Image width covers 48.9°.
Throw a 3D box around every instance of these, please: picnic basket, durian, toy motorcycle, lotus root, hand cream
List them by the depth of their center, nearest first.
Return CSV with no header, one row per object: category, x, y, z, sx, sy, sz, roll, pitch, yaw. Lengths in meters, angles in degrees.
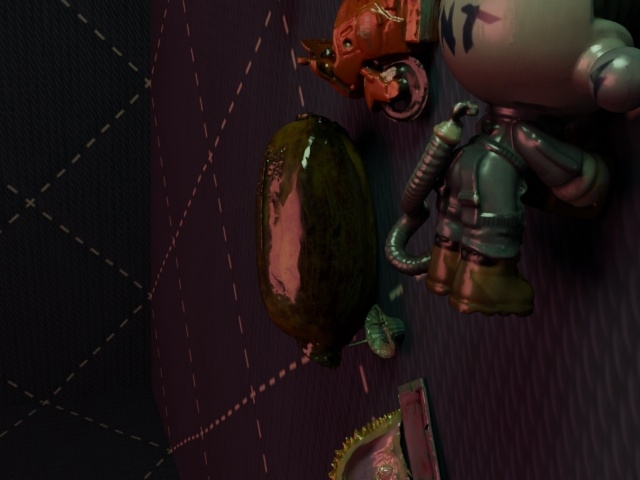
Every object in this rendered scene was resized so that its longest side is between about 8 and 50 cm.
toy motorcycle,0.068,-0.332,0.966,0.221,0.147,0.326,18,114,42
hand cream,0.150,0.342,1.011,0.079,0.050,0.275,-23,65,40
picnic basket,0.088,0.136,1.060,0.065,0.083,0.083,-53,49,51
durian,0.088,0.373,1.081,0.132,0.165,0.182,-16,103,36
lotus root,0.000,0.000,1.102,0.179,0.196,0.398,0,89,40

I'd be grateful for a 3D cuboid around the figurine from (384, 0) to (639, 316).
figurine,0.192,-0.125,0.640,0.261,0.186,0.382,29,116,57
